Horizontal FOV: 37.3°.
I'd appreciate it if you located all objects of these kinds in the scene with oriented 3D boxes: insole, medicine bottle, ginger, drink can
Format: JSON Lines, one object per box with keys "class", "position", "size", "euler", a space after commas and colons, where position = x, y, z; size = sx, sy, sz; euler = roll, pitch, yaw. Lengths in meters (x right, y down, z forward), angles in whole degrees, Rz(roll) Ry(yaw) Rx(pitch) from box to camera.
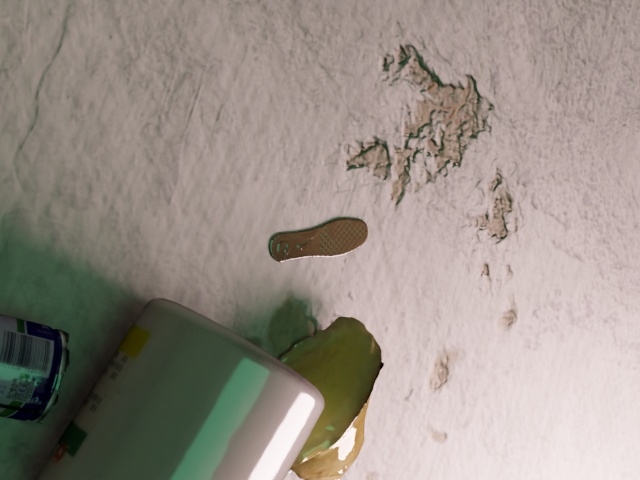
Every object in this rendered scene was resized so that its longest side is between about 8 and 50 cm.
{"class": "insole", "position": [0.000, 0.000, 1.111], "size": [0.135, 0.002, 0.045], "euler": [-9, 99, -30]}
{"class": "medicine bottle", "position": [-0.164, 0.247, 0.917], "size": [0.208, 0.208, 0.339], "euler": [38, 76, -28]}
{"class": "ginger", "position": [0.016, 0.190, 1.096], "size": [0.193, 0.115, 0.122], "euler": [-54, 139, -24]}
{"class": "drink can", "position": [-0.355, 0.098, 0.854], "size": [0.235, 0.097, 0.097], "euler": [18, 85, -31]}

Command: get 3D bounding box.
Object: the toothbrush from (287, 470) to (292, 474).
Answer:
{"class": "toothbrush", "position": [-0.038, 0.271, 1.108], "size": [0.167, 0.011, 0.014], "euler": [-20, 110, -28]}
